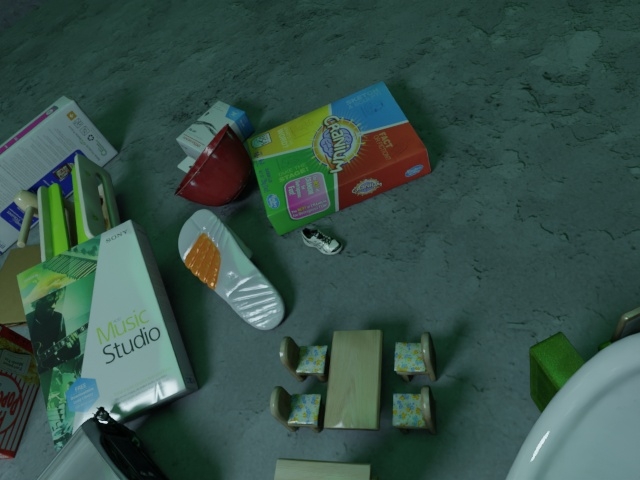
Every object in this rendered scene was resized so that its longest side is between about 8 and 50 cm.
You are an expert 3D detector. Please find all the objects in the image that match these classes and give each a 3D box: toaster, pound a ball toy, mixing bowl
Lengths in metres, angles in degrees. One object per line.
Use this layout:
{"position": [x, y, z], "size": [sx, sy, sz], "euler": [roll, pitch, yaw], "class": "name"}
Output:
{"position": [-0.300, 0.353, 0.685], "size": [0.227, 0.129, 0.146], "euler": [35, 74, 25], "class": "toaster"}
{"position": [-0.529, -0.029, 1.072], "size": [0.208, 0.136, 0.319], "euler": [-38, 50, 8], "class": "pound a ball toy"}
{"position": [-0.204, -0.137, 1.022], "size": [0.181, 0.098, 0.181], "euler": [-44, 23, 24], "class": "mixing bowl"}

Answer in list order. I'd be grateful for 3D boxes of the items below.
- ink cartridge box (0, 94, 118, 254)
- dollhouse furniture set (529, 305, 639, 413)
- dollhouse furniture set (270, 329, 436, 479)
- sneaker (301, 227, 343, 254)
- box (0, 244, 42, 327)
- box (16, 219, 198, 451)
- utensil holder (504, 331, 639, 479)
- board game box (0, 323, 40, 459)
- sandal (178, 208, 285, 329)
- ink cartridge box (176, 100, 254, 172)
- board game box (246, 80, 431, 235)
{"position": [-0.677, -0.156, 1.183], "size": [0.069, 0.176, 0.371], "euler": [28, 68, 35], "class": "ink cartridge box"}
{"position": [0.389, 0.222, 0.517], "size": [0.197, 0.151, 0.302], "euler": [-26, 50, 1], "class": "dollhouse furniture set"}
{"position": [0.035, 0.219, 0.646], "size": [0.212, 0.161, 0.242], "euler": [-5, 53, 17], "class": "dollhouse furniture set"}
{"position": [0.000, 0.000, 0.904], "size": [0.083, 0.037, 0.032], "euler": [15, 60, 27], "class": "sneaker"}
{"position": [-0.637, 0.094, 1.081], "size": [0.164, 0.021, 0.201], "euler": [-7, 52, 14], "class": "box"}
{"position": [-0.368, 0.152, 0.852], "size": [0.232, 0.058, 0.322], "euler": [-26, 68, 0], "class": "box"}
{"position": [0.339, 0.288, 0.311], "size": [0.385, 0.328, 0.328], "euler": [26, 65, 10], "class": "utensil holder"}
{"position": [-0.557, 0.253, 0.853], "size": [0.045, 0.147, 0.194], "euler": [-10, 53, 14], "class": "board game box"}
{"position": [-0.156, 0.059, 0.903], "size": [0.102, 0.076, 0.265], "euler": [-44, 72, 4], "class": "sandal"}
{"position": [-0.254, -0.233, 1.158], "size": [0.104, 0.060, 0.180], "euler": [30, 69, 34], "class": "ink cartridge box"}
{"position": [0.026, -0.171, 1.005], "size": [0.316, 0.064, 0.242], "euler": [-23, 50, 3], "class": "board game box"}
